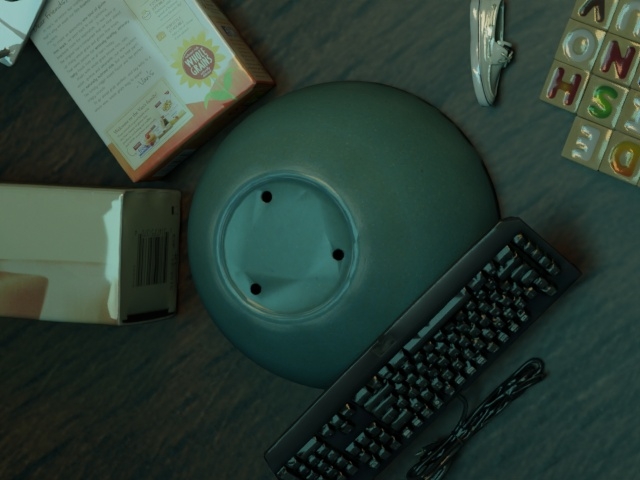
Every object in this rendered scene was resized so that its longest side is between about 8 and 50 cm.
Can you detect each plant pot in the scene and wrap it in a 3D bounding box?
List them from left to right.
[{"bbox_3d":[0.000,0.000,1.723,0.290,0.195,0.290,1,93,17],"label":"plant pot"}]

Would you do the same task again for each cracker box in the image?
[{"bbox_3d":[-0.174,-0.192,1.833,0.156,0.067,0.232,-38,83,16],"label":"cracker box"}]

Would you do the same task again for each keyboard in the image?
[{"bbox_3d":[0.109,0.130,1.715,0.317,0.201,0.033,-45,46,9],"label":"keyboard"}]

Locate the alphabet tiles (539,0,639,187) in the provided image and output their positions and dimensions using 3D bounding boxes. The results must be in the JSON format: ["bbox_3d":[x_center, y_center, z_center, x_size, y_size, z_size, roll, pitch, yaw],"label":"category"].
[{"bbox_3d":[0.312,-0.138,1.685,0.237,0.009,0.198,25,100,28],"label":"alphabet tiles"}]

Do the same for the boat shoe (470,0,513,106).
[{"bbox_3d":[0.156,-0.171,1.749,0.035,0.035,0.100,-3,86,20],"label":"boat shoe"}]

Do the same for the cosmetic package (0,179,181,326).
[{"bbox_3d":[-0.296,0.007,1.840,0.296,0.153,0.129,4,93,18],"label":"cosmetic package"}]

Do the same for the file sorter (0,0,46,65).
[{"bbox_3d":[-0.314,-0.316,1.724,0.193,0.173,0.277,27,99,-2],"label":"file sorter"}]
